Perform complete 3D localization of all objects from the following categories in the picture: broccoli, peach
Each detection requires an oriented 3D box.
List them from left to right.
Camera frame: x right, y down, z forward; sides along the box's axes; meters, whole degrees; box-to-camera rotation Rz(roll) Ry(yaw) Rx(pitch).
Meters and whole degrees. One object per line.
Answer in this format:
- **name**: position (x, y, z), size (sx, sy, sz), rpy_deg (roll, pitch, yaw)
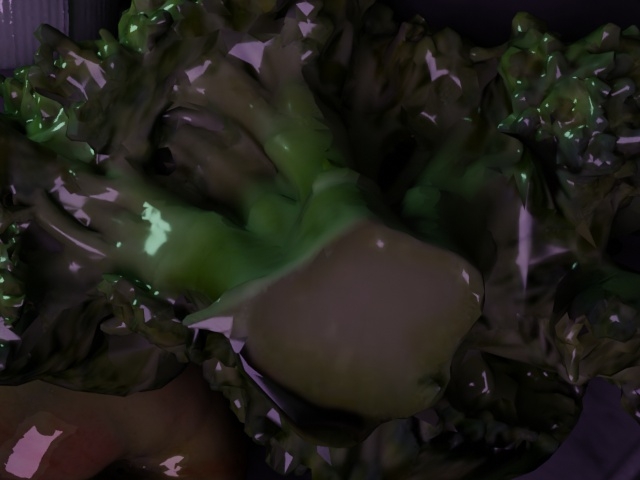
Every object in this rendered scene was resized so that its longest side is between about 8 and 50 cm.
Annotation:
- **peach**: position (-0.157, 0.128, 0.858), size (0.233, 0.232, 0.232), rpy_deg (9, 116, 18)
- **broccoli**: position (0.012, -0.004, 0.672), size (0.317, 0.338, 0.277), rpy_deg (28, 96, 53)

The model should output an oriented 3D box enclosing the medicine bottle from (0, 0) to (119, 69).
- **medicine bottle**: position (-0.168, -0.225, 0.717), size (0.145, 0.144, 0.252), rpy_deg (10, 120, 17)
